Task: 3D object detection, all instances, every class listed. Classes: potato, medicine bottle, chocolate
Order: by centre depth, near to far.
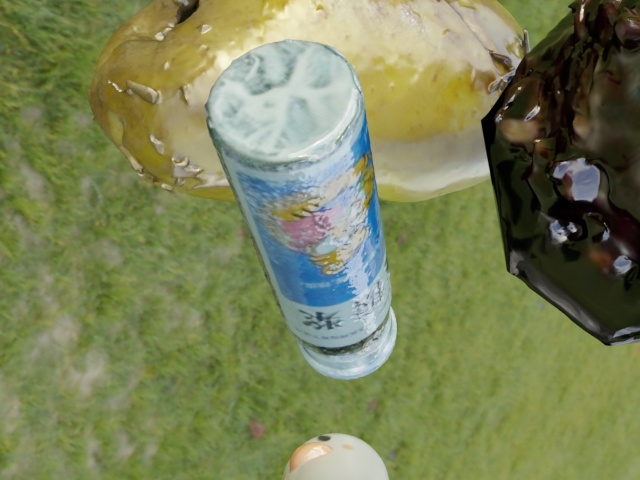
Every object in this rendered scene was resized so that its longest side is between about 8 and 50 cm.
[{"bbox_3d":[0.000,0.000,0.393,0.051,0.051,0.191,-55,159,-18],"label":"medicine bottle"},{"bbox_3d":[0.199,-0.078,0.476,0.177,0.224,0.206,81,3,-71],"label":"chocolate"},{"bbox_3d":[0.003,-0.106,0.666,0.301,0.140,0.172,-4,83,-17],"label":"potato"}]

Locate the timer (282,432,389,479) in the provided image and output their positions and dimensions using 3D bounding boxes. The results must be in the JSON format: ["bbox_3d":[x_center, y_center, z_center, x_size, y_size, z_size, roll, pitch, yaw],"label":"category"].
[{"bbox_3d":[0.046,0.252,0.636,0.240,0.234,0.233,-92,-165,-72],"label":"timer"}]
